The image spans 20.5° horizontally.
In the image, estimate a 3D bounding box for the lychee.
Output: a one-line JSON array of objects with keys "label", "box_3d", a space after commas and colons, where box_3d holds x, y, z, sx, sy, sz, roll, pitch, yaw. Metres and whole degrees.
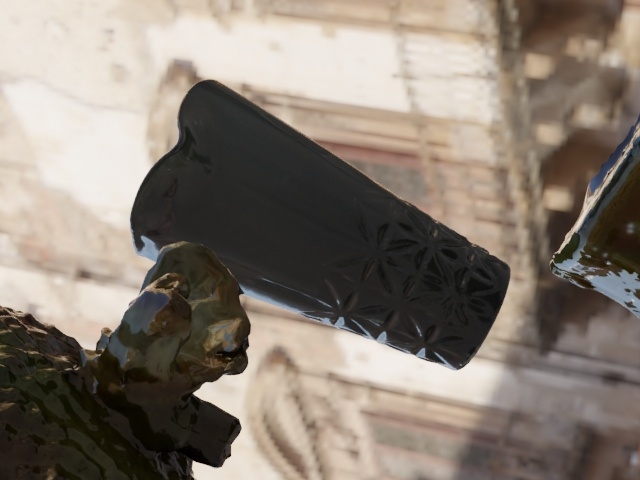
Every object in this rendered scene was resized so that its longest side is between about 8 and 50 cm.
[{"label": "lychee", "box_3d": [-0.181, 0.154, 0.951, 0.270, 0.320, 0.270, -14, -90, -77]}]

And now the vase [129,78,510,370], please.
[{"label": "vase", "box_3d": [0.000, 0.000, 1.463, 0.156, 0.301, 0.251, -65, 4, -9]}]

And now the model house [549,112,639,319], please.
[{"label": "model house", "box_3d": [0.327, -0.025, 1.284, 0.173, 0.239, 0.268, -51, -9, -45]}]
